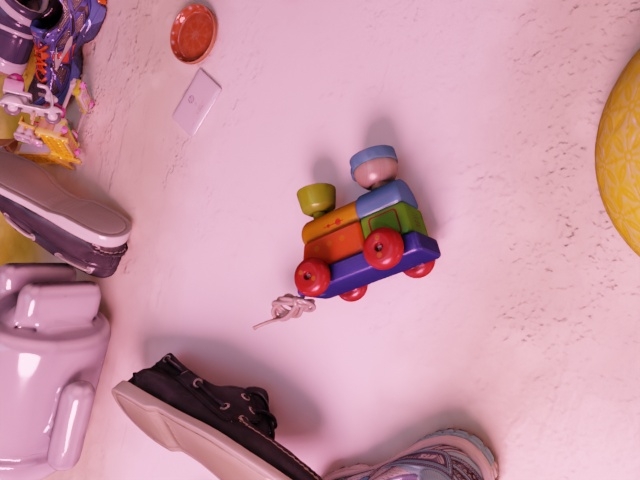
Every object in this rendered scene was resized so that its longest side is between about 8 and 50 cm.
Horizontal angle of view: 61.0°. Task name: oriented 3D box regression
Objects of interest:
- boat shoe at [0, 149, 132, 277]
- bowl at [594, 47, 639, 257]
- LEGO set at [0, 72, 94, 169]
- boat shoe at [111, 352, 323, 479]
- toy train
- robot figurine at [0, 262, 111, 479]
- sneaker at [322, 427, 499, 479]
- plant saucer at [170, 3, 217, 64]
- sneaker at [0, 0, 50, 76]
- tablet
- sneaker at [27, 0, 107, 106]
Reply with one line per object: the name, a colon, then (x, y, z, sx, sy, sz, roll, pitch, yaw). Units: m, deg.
boat shoe: (-0.433, -0.045, 0.832, 0.303, 0.114, 0.091, 31, 115, 12)
bowl: (0.354, -0.081, 0.389, 0.290, 0.156, 0.289, 0, 91, 29)
LEGO set: (-0.438, -0.189, 0.871, 0.287, 0.132, 0.107, -13, 60, 56)
boat shoe: (-0.116, 0.228, 0.682, 0.340, 0.113, 0.127, 10, 129, 37)
toy train: (0.000, 0.000, 0.626, 0.248, 0.105, 0.143, -23, 68, 28)
robot figurine: (-0.439, 0.211, 0.811, 0.300, 0.200, 0.353, 27, 103, 36)
sneaker: (0.049, 0.296, 0.580, 0.283, 0.122, 0.110, -43, 71, 23)
plant saucer: (-0.179, -0.292, 0.770, 0.084, 0.013, 0.083, 0, 90, 29)
sneaker: (-0.575, -0.435, 0.944, 0.153, 0.099, 0.282, -46, 76, 27)
tablet: (-0.178, -0.196, 0.774, 0.054, 0.006, 0.083, 45, 110, 22)
sneaker: (-0.429, -0.313, 0.870, 0.083, 0.087, 0.221, 36, 107, 25)
